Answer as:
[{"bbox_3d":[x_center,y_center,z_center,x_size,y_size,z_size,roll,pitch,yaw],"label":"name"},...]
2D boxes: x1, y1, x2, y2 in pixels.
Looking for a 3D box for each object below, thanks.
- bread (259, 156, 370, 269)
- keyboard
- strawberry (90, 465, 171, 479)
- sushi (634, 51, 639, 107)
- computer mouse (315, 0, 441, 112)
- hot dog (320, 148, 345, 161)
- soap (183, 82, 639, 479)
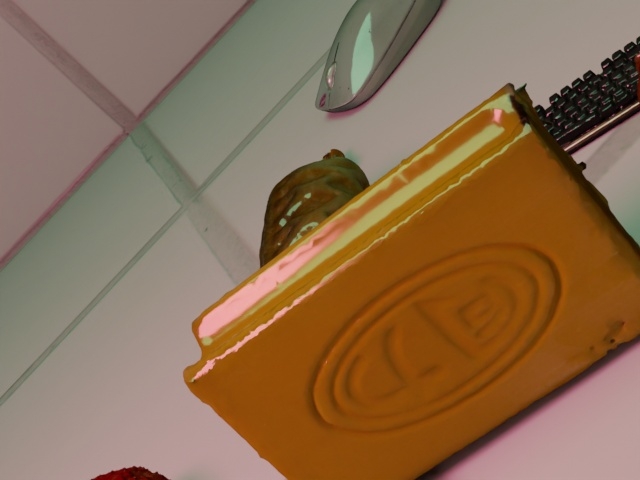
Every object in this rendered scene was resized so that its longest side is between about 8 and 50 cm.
[{"bbox_3d":[0.000,0.000,1.084,0.152,0.130,0.268,-51,18,21],"label":"bread"},{"bbox_3d":[0.285,-0.149,0.964,0.317,0.027,0.106,-35,25,28],"label":"keyboard"},{"bbox_3d":[-0.196,0.288,0.977,0.131,0.131,0.148,-48,-8,-5],"label":"strawberry"},{"bbox_3d":[0.334,-0.140,0.677,0.182,0.196,0.343,-50,6,49],"label":"sushi"},{"bbox_3d":[0.081,-0.330,1.563,0.288,0.097,0.159,-52,24,-16],"label":"computer mouse"},{"bbox_3d":[0.011,-0.091,1.342,0.056,0.041,0.133,-39,22,18],"label":"hot dog"},{"bbox_3d":[0.080,0.058,0.742,0.324,0.204,0.096,-38,22,17],"label":"soap"}]
